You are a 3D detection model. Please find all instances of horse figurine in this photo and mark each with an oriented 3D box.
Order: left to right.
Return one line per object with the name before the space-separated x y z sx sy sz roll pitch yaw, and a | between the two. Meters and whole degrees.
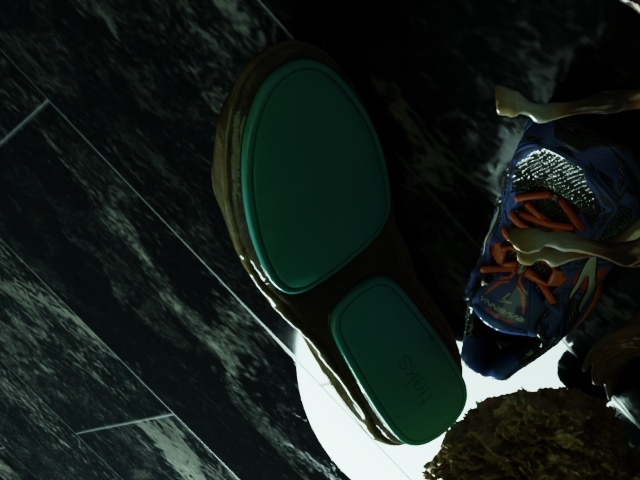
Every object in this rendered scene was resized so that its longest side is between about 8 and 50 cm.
horse figurine | 0.171 -0.037 0.630 0.175 0.066 0.263 0 132 12

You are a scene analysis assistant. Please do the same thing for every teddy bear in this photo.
teddy bear | 0.234 0.199 0.911 0.338 0.113 0.245 25 157 13

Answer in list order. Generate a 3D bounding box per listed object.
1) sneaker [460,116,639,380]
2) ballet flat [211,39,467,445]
sneaker | 0.125 0.012 0.769 0.083 0.087 0.221 30 151 19
ballet flat | 0.000 0.000 0.915 0.124 0.116 0.342 39 164 49
